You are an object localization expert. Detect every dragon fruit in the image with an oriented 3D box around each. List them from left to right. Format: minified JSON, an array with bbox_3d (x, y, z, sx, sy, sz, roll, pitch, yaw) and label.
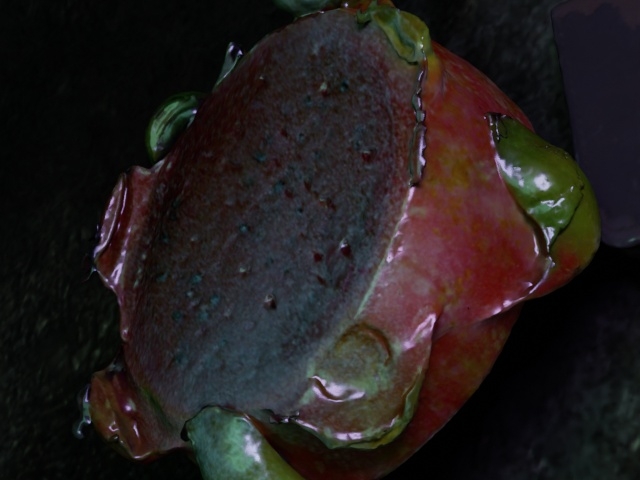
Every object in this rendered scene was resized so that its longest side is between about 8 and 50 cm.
[{"bbox_3d":[0.000,0.000,0.830,0.268,0.130,0.295,4,75,49],"label":"dragon fruit"}]

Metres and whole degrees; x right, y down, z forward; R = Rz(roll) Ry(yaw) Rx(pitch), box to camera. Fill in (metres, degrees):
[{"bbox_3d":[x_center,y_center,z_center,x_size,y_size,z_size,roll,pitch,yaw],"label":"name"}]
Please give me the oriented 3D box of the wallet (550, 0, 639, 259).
[{"bbox_3d":[0.253,-0.103,0.757,0.309,0.042,0.165,-24,58,27],"label":"wallet"}]
